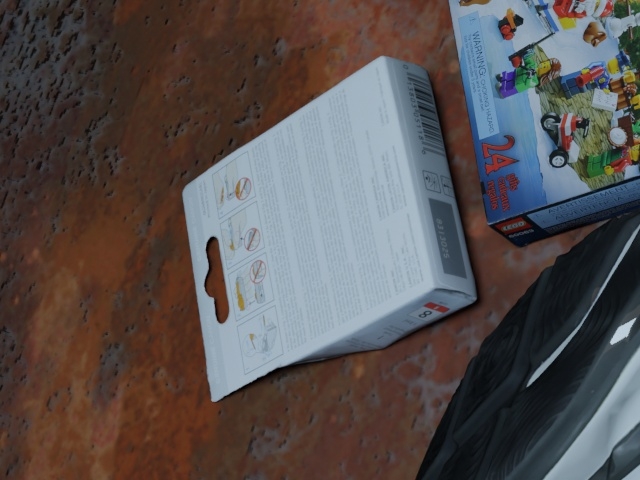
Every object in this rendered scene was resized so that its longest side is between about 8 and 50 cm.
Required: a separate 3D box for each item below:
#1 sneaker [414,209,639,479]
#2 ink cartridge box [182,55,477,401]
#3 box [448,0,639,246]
[{"bbox_3d":[0.217,0.088,0.681,0.447,0.257,0.169,-52,7,40],"label":"sneaker"},{"bbox_3d":[0.000,0.000,0.930,0.179,0.045,0.145,-31,59,40],"label":"ink cartridge box"},{"bbox_3d":[0.149,-0.130,0.870,0.159,0.044,0.233,-19,64,25],"label":"box"}]
